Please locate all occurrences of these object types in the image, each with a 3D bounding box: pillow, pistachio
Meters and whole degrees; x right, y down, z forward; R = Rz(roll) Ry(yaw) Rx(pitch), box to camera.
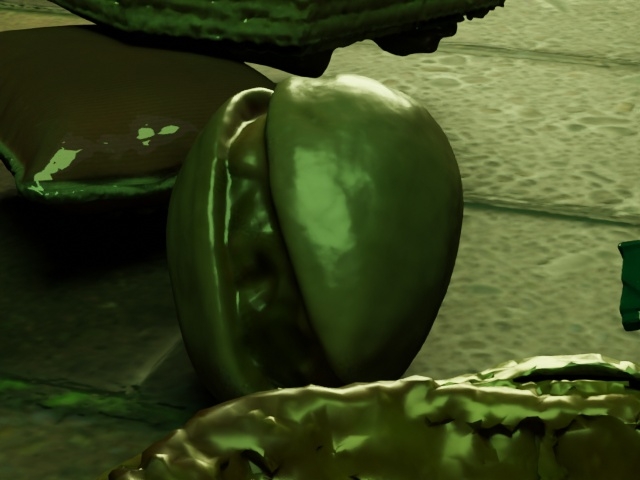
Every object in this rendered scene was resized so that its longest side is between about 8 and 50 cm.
[{"bbox_3d":[-0.096,-0.057,0.814,0.171,0.075,0.179,-7,27,-28],"label":"pillow"},{"bbox_3d":[0.000,0.000,0.648,0.124,0.124,0.185,2,40,7],"label":"pistachio"}]

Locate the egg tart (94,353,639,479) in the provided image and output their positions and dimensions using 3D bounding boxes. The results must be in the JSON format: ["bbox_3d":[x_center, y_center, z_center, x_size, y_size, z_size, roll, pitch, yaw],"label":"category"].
[{"bbox_3d":[0.054,0.126,0.350,0.290,0.115,0.290,1,23,-1],"label":"egg tart"}]

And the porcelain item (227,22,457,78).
[{"bbox_3d":[-0.024,-0.134,0.993,0.215,0.069,0.081,1,11,6],"label":"porcelain item"}]

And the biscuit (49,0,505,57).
[{"bbox_3d":[-0.022,-0.152,0.897,0.150,0.052,0.252,26,30,36],"label":"biscuit"}]

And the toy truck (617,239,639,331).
[{"bbox_3d":[0.207,0.042,0.520,0.216,0.110,0.116,-8,39,27],"label":"toy truck"}]
